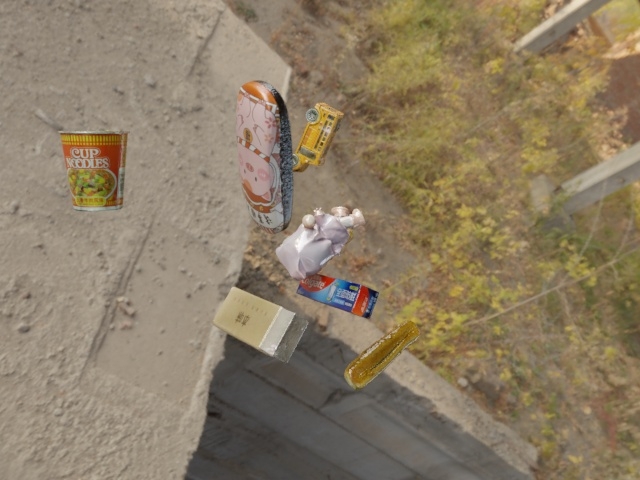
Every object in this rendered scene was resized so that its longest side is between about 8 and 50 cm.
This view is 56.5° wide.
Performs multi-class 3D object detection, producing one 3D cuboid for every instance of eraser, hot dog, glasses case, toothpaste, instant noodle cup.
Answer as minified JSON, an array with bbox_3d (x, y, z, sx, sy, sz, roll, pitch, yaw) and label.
[{"bbox_3d":[-0.188,0.248,1.789,0.078,0.343,0.144,38,74,-37],"label":"eraser"},{"bbox_3d":[0.175,0.319,1.673,0.286,0.061,0.088,-27,81,-32],"label":"hot dog"},{"bbox_3d":[-0.092,-0.131,0.987,0.067,0.266,0.103,-22,41,-29],"label":"glasses case"},{"bbox_3d":[0.039,0.143,1.617,0.066,0.320,0.076,24,82,-28],"label":"toothpaste"},{"bbox_3d":[-0.609,-0.191,1.617,0.193,0.193,0.212,-17,111,-57],"label":"instant noodle cup"}]

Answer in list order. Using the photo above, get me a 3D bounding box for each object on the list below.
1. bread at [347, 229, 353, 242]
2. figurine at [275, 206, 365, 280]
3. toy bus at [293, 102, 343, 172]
[{"bbox_3d":[0.068,-0.010,1.890,0.081,0.083,0.046,-18,95,-14],"label":"bread"},{"bbox_3d":[0.000,0.001,1.659,0.276,0.200,0.133,-39,62,-23],"label":"figurine"},{"bbox_3d":[-0.012,-0.219,1.317,0.074,0.162,0.069,27,19,7],"label":"toy bus"}]
